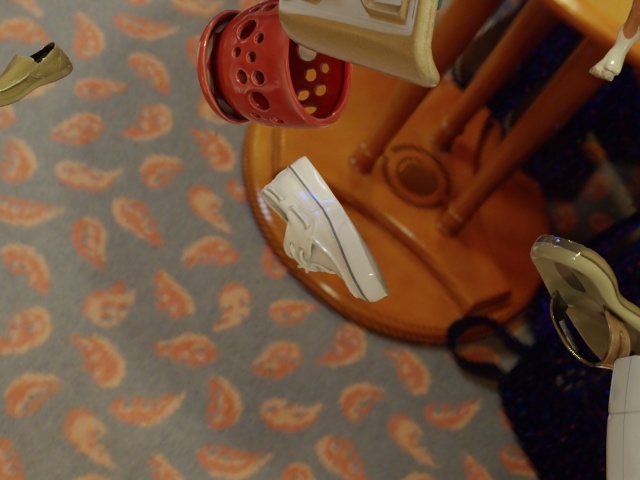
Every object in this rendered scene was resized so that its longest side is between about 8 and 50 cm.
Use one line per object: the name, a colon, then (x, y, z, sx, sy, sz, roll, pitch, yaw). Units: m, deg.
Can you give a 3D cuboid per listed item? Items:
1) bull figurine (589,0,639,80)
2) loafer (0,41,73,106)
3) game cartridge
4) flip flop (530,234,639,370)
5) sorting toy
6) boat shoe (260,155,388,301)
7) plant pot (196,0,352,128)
bull figurine: (0.345, -0.217, 1.053, 0.101, 0.310, 0.188, 21, 92, -20)
loafer: (-0.407, -0.225, 1.608, 0.148, 0.050, 0.056, -34, 35, -31)
game cartridge: (0.374, 0.273, 1.251, 0.196, 0.060, 0.294, 10, 74, -39)
flip flop: (0.312, 0.096, 1.357, 0.277, 0.112, 0.080, 48, 62, -41)
sorting toy: (0.018, -0.230, 0.745, 0.041, 0.229, 0.307, -1, 16, -23)
boat shoe: (0.000, 0.000, 1.385, 0.084, 0.095, 0.258, -32, 36, 0)
plant pot: (-0.069, -0.255, 1.727, 0.191, 0.174, 0.191, -1, 91, -56)
